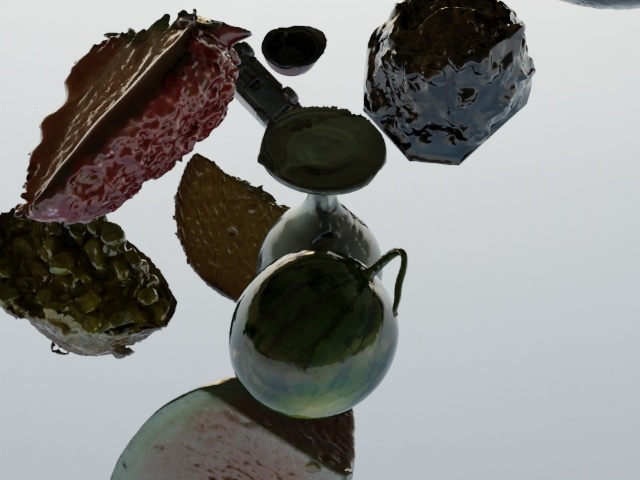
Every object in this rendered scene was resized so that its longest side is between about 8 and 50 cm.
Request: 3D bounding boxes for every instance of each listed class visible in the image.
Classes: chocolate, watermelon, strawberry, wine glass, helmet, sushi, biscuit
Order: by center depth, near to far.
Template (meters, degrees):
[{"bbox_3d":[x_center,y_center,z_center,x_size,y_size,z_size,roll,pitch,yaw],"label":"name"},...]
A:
[{"bbox_3d":[-0.148,-0.091,1.061,0.174,0.098,0.228,-15,-141,33],"label":"strawberry"},{"bbox_3d":[0.008,0.067,1.082,0.187,0.141,0.140,-43,-135,17],"label":"watermelon"},{"bbox_3d":[0.000,0.000,1.207,0.126,0.241,0.126,1,-134,-1],"label":"wine glass"},{"bbox_3d":[-0.075,0.257,1.381,0.262,0.213,0.201,5,-144,-35],"label":"watermelon"},{"bbox_3d":[-0.083,0.003,1.385,0.206,0.126,0.025,37,-166,13],"label":"biscuit"},{"bbox_3d":[0.159,-0.225,1.555,0.224,0.177,0.206,-42,-93,-4],"label":"chocolate"},{"bbox_3d":[-0.315,0.038,1.569,0.296,0.179,0.167,39,-100,22],"label":"sushi"},{"bbox_3d":[-0.030,-0.233,1.612,0.084,0.049,0.065,2,-117,8],"label":"helmet"}]

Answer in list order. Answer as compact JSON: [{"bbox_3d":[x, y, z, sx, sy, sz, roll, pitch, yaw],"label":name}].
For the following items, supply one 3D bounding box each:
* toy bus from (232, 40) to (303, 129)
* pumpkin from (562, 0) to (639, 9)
[{"bbox_3d":[-0.090,-0.207,1.766,0.065,0.077,0.192,-43,-93,-9],"label":"toy bus"},{"bbox_3d":[0.419,-0.474,1.601,0.454,0.344,0.454,-20,-150,12],"label":"pumpkin"}]
